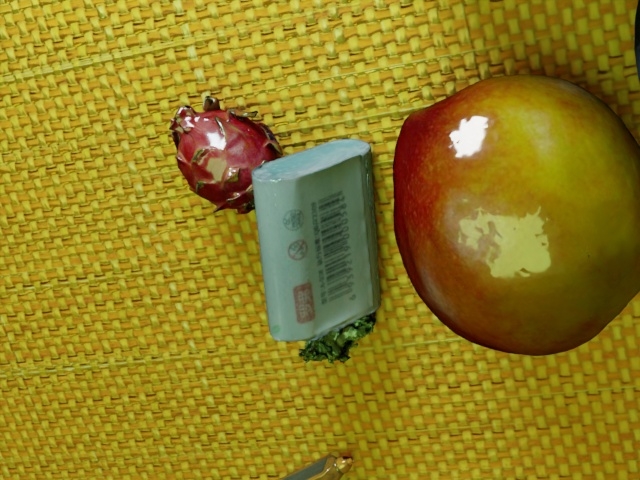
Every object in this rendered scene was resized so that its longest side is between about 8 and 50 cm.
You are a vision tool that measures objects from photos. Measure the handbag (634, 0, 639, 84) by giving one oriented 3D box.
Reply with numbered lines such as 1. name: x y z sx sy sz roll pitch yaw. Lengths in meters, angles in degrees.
1. handbag: 0.488 -0.197 1.320 0.301 0.275 0.178 -12 121 16

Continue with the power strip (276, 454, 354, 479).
1. power strip: -0.020 0.355 1.850 0.178 0.049 0.028 -31 107 28

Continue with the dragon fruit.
1. dragon fruit: -0.125 -0.110 1.627 0.166 0.133 0.136 38 80 -9

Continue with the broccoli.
1. broccoli: 0.023 0.126 1.706 0.096 0.092 0.095 10 92 1

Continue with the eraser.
1. eraser: 0.000 0.000 1.616 0.081 0.174 0.227 21 124 46

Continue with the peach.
1. peach: 0.226 -0.037 1.447 0.332 0.308 0.308 45 119 -8
